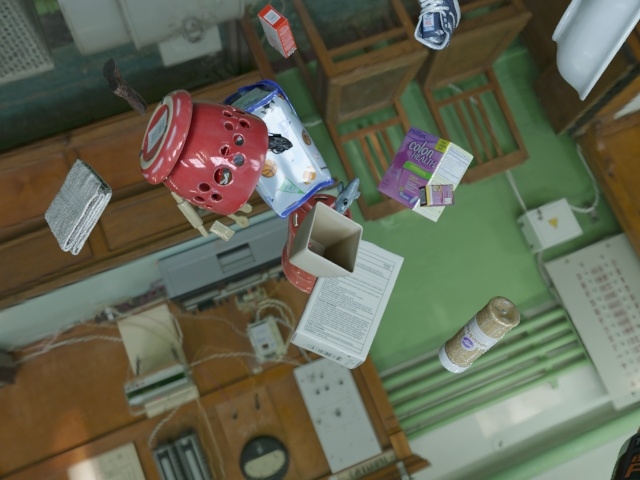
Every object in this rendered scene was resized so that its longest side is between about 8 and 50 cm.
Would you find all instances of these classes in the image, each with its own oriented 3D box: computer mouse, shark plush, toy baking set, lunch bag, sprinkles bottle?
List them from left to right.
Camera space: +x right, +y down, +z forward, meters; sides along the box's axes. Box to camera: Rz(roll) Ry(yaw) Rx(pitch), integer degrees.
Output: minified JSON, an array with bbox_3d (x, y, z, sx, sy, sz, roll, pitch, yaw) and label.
[{"bbox_3d":[-0.286,-0.106,1.761,0.197,0.256,0.030,-21,-148,28],"label":"toy baking set"},{"bbox_3d":[-0.206,-0.208,1.610,0.272,0.072,0.188,-21,-179,7],"label":"computer mouse"},{"bbox_3d":[-0.151,-0.288,2.016,0.239,0.327,0.385,-33,-159,-4],"label":"lunch bag"},{"bbox_3d":[0.064,-0.115,2.016,0.161,0.073,0.067,-52,-168,-10],"label":"shark plush"},{"bbox_3d":[0.543,0.330,2.357,0.121,0.121,0.355,-14,151,-33],"label":"sprinkles bottle"}]

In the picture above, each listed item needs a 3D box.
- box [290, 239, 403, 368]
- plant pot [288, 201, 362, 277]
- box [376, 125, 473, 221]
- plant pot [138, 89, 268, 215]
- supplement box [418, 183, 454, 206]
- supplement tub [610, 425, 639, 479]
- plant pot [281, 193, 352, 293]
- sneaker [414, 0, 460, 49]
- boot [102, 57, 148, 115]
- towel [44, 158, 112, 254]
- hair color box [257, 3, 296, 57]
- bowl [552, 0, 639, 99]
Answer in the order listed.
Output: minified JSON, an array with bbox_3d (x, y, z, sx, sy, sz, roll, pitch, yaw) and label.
[{"bbox_3d":[0.052,0.122,1.389,0.127,0.149,0.232,112,1,-70],"label":"box"},{"bbox_3d":[0.002,0.011,1.284,0.109,0.109,0.096,29,145,-23],"label":"plant pot"},{"bbox_3d":[0.334,-0.218,2.206,0.117,0.213,0.243,24,99,-36],"label":"box"},{"bbox_3d":[-0.209,-0.155,1.188,0.174,0.191,0.191,17,145,-32],"label":"plant pot"},{"bbox_3d":[0.301,-0.116,1.768,0.083,0.054,0.043,-2,176,-22],"label":"supplement box"},{"bbox_3d":[0.650,0.502,1.282,0.207,0.207,0.338,-36,-175,44],"label":"supplement tub"},{"bbox_3d":[0.000,0.000,2.225,0.273,0.272,0.265,-20,153,-10],"label":"plant pot"},{"bbox_3d":[0.272,-0.613,1.708,0.099,0.153,0.282,-2,140,34],"label":"sneaker"},{"bbox_3d":[-0.441,-0.347,1.548,0.037,0.106,0.114,-26,154,15],"label":"boot"},{"bbox_3d":[-0.611,-0.091,1.697,0.049,0.282,0.187,31,91,-37],"label":"towel"},{"bbox_3d":[-0.112,-0.545,1.778,0.043,0.072,0.141,-45,165,-5],"label":"hair color box"},{"bbox_3d":[0.587,-0.459,1.442,0.298,0.134,0.298,-53,168,-16],"label":"bowl"}]
